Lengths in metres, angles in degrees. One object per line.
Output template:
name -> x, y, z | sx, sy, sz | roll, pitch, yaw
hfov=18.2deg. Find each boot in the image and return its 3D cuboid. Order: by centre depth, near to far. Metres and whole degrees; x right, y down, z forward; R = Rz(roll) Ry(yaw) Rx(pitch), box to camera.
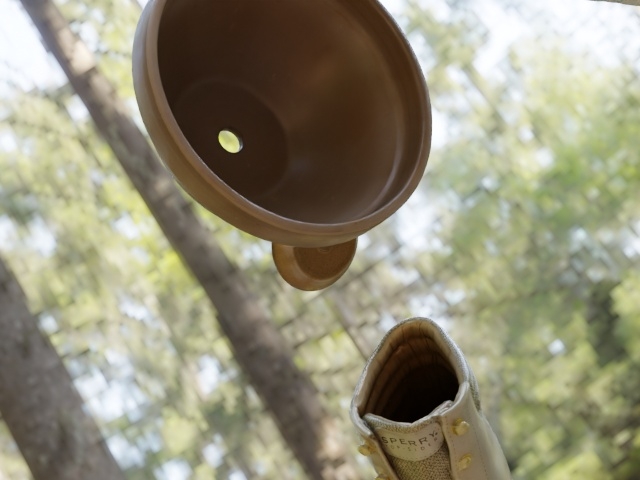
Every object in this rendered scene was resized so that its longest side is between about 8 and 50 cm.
boot -> 0.083, 0.197, 1.274 | 0.095, 0.262, 0.203 | -11, -52, 15

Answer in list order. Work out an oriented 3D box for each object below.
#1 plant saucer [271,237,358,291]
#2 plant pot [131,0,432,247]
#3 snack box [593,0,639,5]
plant saucer -> 0.000, 0.000, 1.558 | 0.083, 0.015, 0.083 | -7, -77, -34
plant pot -> -0.045, -0.094, 1.461 | 0.237, 0.237, 0.110 | -4, -20, -36
snack box -> 0.188, -0.230, 1.390 | 0.187, 0.322, 0.060 | -50, -37, -51
